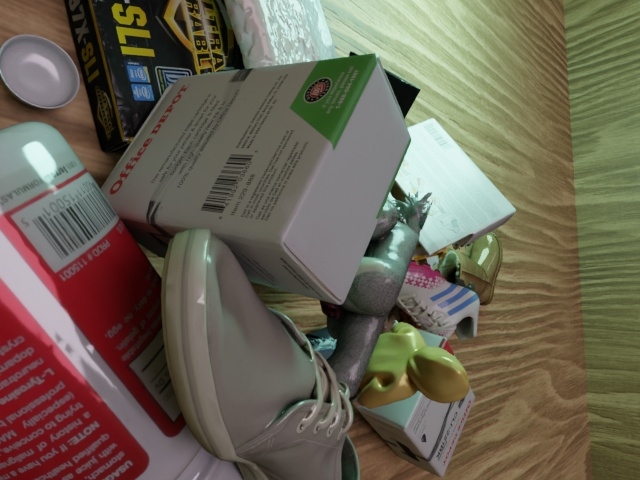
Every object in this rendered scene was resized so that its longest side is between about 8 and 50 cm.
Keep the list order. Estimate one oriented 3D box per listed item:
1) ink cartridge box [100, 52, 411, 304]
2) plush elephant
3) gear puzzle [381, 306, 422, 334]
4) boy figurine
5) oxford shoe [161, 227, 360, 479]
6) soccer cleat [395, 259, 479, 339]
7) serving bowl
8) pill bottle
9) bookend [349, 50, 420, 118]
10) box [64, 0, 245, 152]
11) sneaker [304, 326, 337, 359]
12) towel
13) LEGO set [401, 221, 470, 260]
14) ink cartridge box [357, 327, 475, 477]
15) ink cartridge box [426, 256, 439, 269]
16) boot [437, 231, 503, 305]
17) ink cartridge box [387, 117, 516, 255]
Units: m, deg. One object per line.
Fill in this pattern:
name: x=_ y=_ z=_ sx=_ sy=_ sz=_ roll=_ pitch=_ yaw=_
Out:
ink cartridge box: x=-0.079 y=-0.074 z=0.495 sx=0.121 sy=0.289 sz=0.211 roll=49 pitch=59 yaw=-48
plush elephant: x=0.000 y=0.000 z=0.646 sx=0.272 sy=0.255 sz=0.330 roll=99 pitch=17 yaw=-50
gear puzzle: x=0.203 y=0.231 z=1.042 sx=0.339 sy=0.044 sz=0.175 roll=-44 pitch=117 yaw=-40
boy figurine: x=0.122 y=0.212 z=0.782 sx=0.092 sy=0.285 sz=0.177 roll=55 pitch=47 yaw=-27
oxford shoe: x=-0.037 y=0.157 z=0.460 sx=0.169 sy=0.130 sz=0.449 roll=-95 pitch=173 yaw=-48
soccer cleat: x=0.235 y=0.138 z=0.991 sx=0.331 sy=0.116 sz=0.143 roll=18 pitch=64 yaw=-30
serving bowl: x=-0.328 y=-0.192 z=0.525 sx=0.083 sy=0.027 sz=0.083 roll=7 pitch=80 yaw=-46
pill bottle: x=-0.242 y=0.118 z=0.436 sx=0.229 sy=0.229 sz=0.408 roll=-46 pitch=119 yaw=-40
bookend: x=0.098 y=-0.283 z=0.946 sx=0.072 sy=0.156 sz=0.157 roll=0 pitch=126 yaw=-47
box: x=-0.205 y=-0.294 z=0.635 sx=0.257 sy=0.079 sz=0.322 roll=-17 pitch=98 yaw=-45
sneaker: x=-0.046 y=0.161 z=0.750 sx=0.226 sy=0.086 sz=0.163 roll=-34 pitch=113 yaw=-43
towel: x=-0.053 y=-0.351 z=0.746 sx=0.317 sy=0.053 sz=0.332 roll=-50 pitch=126 yaw=-59
LEGO set: x=0.195 y=-0.010 z=1.021 sx=0.287 sy=0.132 sz=0.107 roll=-6 pitch=72 yaw=-25
ink cartridge box: x=0.210 y=0.337 z=0.942 sx=0.197 sy=0.114 sz=0.273 roll=-56 pitch=135 yaw=-25
ink cartridge box: x=0.266 y=0.017 z=1.145 sx=0.063 sy=0.029 sz=0.115 roll=-28 pitch=108 yaw=-46
boot: x=0.413 y=0.062 z=1.243 sx=0.269 sy=0.089 sz=0.236 roll=19 pitch=73 yaw=-49
ink cartridge box: x=0.233 y=-0.115 z=0.988 sx=0.261 sy=0.066 sz=0.296 roll=-24 pitch=67 yaw=-24
